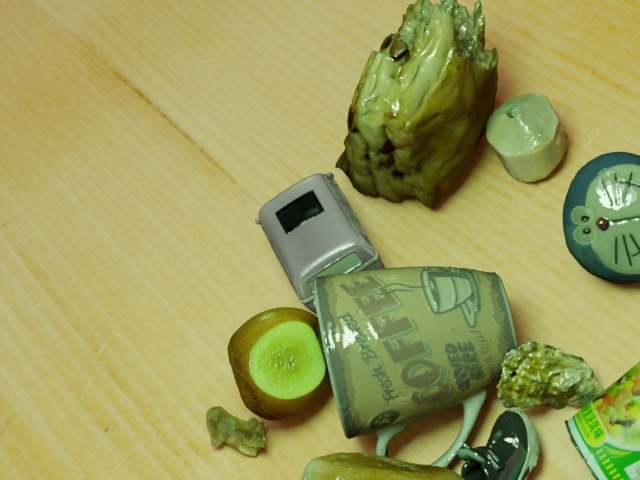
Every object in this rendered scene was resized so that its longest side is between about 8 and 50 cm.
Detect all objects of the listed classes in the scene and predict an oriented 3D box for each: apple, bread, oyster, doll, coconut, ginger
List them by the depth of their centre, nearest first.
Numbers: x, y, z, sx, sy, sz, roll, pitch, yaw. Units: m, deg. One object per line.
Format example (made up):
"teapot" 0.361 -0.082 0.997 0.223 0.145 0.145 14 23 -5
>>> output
"bread" 0.084 0.374 1.581 0.246 0.176 0.196 6 86 36
"oyster" 0.298 0.190 1.644 0.121 0.146 0.045 -34 26 14
"doll" 0.456 -0.039 1.671 0.258 0.154 0.228 -7 94 10
"apple" -0.055 0.172 1.794 0.147 0.163 0.146 -21 95 0
"ginger" -0.122 0.283 1.836 0.137 0.044 0.057 15 97 39
"bread" 0.161 -0.217 1.843 0.191 0.370 0.314 25 71 7
"coconut" 0.307 -0.158 1.846 0.116 0.122 0.116 -13 56 20

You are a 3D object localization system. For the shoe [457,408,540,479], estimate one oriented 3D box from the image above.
"shoe" 0.221 0.291 1.615 0.071 0.099 0.169 -22 48 52

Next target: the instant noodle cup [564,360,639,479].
"instant noodle cup" 0.437 0.222 1.516 0.232 0.207 0.207 -36 51 11

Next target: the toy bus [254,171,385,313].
"toy bus" 0.000 0.000 1.885 0.142 0.142 0.202 -33 51 5

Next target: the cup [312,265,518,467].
"cup" 0.140 0.174 1.686 0.257 0.227 0.301 -11 87 5
